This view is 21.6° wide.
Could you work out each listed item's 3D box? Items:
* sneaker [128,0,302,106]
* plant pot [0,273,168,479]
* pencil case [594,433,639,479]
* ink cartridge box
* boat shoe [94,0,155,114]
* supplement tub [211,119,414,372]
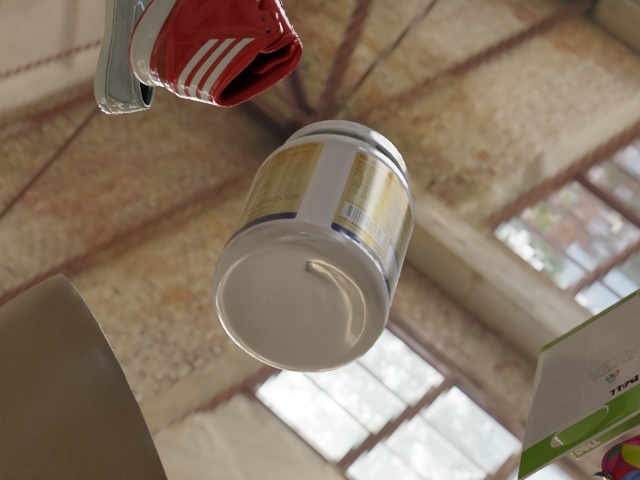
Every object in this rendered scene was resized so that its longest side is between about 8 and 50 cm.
[{"bbox_3d":[-0.043,-0.198,1.268,0.087,0.128,0.221,22,-85,-59],"label":"sneaker"},{"bbox_3d":[-0.266,0.197,1.501,0.191,0.284,0.284,-24,-28,-16],"label":"plant pot"},{"bbox_3d":[0.394,0.336,1.950,0.104,0.104,0.236,-38,-57,-29],"label":"pencil case"},{"bbox_3d":[0.335,0.186,1.934,0.189,0.097,0.255,-36,18,32],"label":"ink cartridge box"},{"bbox_3d":[-0.227,-0.269,2.131,0.079,0.081,0.227,29,-114,-65],"label":"boat shoe"},{"bbox_3d":[0.000,0.000,2.210,0.316,0.228,0.228,-70,3,-54],"label":"supplement tub"}]
